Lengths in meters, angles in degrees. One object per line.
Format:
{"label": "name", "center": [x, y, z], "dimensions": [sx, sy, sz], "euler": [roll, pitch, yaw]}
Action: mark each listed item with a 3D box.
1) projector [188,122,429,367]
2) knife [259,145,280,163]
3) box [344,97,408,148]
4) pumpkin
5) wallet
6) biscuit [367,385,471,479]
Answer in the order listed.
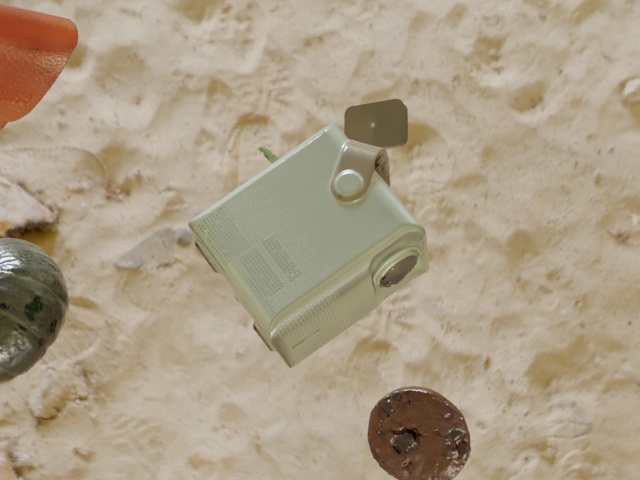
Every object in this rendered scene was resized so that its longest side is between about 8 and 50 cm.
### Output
{"label": "projector", "center": [0.000, 0.000, 1.058], "dimensions": [0.242, 0.163, 0.177], "euler": [-36, 67, -8]}
{"label": "knife", "center": [-0.018, -0.081, 1.445], "dimensions": [0.207, 0.030, 0.014], "euler": [39, 80, -26]}
{"label": "box", "center": [0.105, -0.211, 1.741], "dimensions": [0.126, 0.031, 0.091], "euler": [-6, 79, 31]}
{"label": "pumpkin", "center": [-0.436, 0.099, 1.261], "dimensions": [0.211, 0.152, 0.212], "euler": [-30, 38, 27]}
{"label": "wallet", "center": [-0.281, -0.117, 0.659], "dimensions": [0.142, 0.204, 0.045], "euler": [-42, 76, 22]}
{"label": "biscuit", "center": [0.170, 0.345, 1.622], "dimensions": [0.192, 0.049, 0.192], "euler": [7, 111, 19]}
